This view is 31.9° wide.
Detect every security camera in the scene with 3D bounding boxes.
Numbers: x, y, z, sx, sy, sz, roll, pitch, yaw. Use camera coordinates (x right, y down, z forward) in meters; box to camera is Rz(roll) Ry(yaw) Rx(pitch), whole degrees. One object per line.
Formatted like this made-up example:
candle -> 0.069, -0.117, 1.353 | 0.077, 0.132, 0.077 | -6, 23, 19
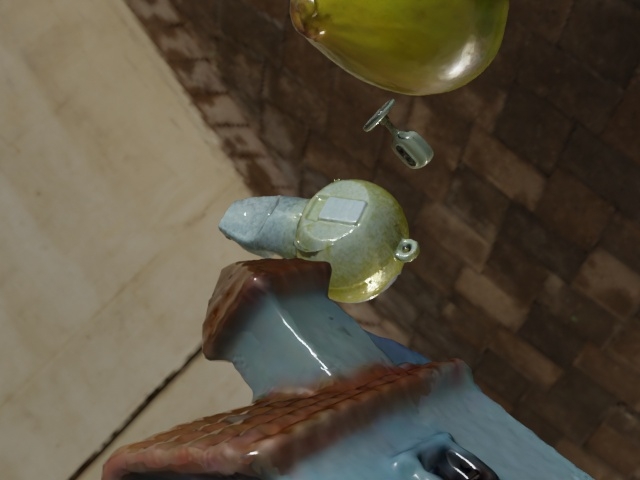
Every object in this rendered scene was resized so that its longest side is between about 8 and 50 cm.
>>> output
security camera -> 0.103, -0.129, 1.426 | 0.092, 0.058, 0.058 | 46, 156, -7

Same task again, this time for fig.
fig -> 0.058, -0.169, 0.798 | 0.153, 0.121, 0.136 | 0, 118, 18

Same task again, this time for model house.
model house -> -0.005, 0.171, 0.601 | 0.329, 0.295, 0.252 | 46, 119, 20

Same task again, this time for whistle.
whistle -> 0.000, 0.000, 1.103 | 0.223, 0.123, 0.123 | 8, 140, 33
